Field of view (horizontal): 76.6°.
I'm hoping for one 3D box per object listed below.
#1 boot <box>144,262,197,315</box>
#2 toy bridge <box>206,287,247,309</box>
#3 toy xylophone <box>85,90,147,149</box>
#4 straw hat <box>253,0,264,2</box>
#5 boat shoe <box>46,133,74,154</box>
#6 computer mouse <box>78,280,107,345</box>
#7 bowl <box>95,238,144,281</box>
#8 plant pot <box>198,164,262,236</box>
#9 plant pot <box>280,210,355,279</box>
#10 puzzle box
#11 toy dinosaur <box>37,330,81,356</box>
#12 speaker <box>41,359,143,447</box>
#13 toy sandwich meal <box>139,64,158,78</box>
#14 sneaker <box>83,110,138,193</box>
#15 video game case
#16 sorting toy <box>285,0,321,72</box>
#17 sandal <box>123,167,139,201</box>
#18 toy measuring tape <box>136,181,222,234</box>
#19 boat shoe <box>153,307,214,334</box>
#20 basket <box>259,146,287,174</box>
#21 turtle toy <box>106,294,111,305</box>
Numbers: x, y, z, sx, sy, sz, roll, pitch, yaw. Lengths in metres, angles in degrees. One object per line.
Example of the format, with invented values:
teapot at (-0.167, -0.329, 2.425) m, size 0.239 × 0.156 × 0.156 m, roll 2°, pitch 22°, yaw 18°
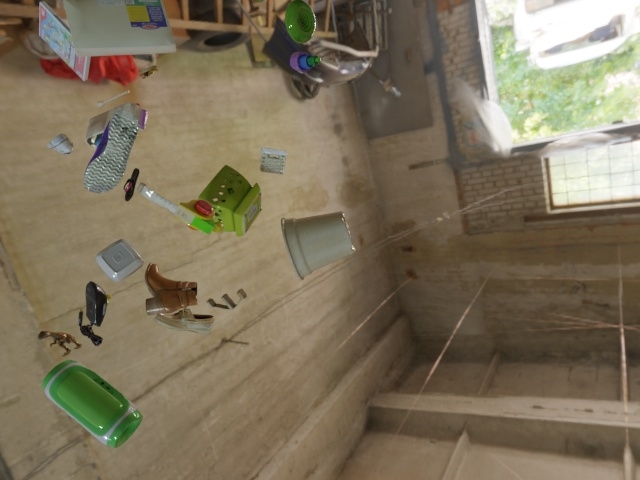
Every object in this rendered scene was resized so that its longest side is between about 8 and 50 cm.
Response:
boot at (-0.682, 0.204, 1.859) m, size 0.220 × 0.109 × 0.283 m, roll -11°, pitch -134°, yaw -13°
toy bridge at (-0.335, 0.223, 1.482) m, size 0.188 × 0.063 × 0.026 m, roll -19°, pitch -155°, yaw 33°
toy xylophone at (-0.911, -0.532, 1.797) m, size 0.323 × 0.236 × 0.081 m, roll -5°, pitch 156°, yaw 23°
straw hat at (-0.283, -1.075, 1.694) m, size 0.145 × 0.144 × 0.061 m, roll -22°, pitch -146°, yaw -35°
boat shoe at (-1.043, -0.378, 1.636) m, size 0.083 × 0.075 × 0.226 m, roll -42°, pitch -151°, yaw -15°
computer mouse at (-0.912, 0.277, 1.629) m, size 0.184 × 0.261 × 0.060 m, roll 13°, pitch -166°, yaw 37°
bowl at (-0.767, 0.070, 1.549) m, size 0.142 × 0.142 × 0.053 m, roll -40°, pitch -179°, yaw -25°
plant pot at (-0.393, -0.164, 1.830) m, size 0.207 × 0.227 × 0.228 m, roll 24°, pitch -121°, yaw 7°
plant pot at (0.000, 0.000, 2.035) m, size 0.306 × 0.333 × 0.334 m, roll -17°, pitch -168°, yaw 4°
puzzle box at (-0.872, -0.940, 1.777) m, size 0.409 × 0.272 × 0.052 m, roll -13°, pitch 167°, yaw -23°
toy dinosaur at (-0.891, 0.347, 1.423) m, size 0.064 × 0.112 × 0.211 m, roll -43°, pitch 164°, yaw -13°
speaker at (-0.695, 0.494, 1.238) m, size 0.297 × 0.131 × 0.131 m, roll 33°, pitch -154°, yaw 10°
toy sandwich meal at (-0.728, -0.717, 1.724) m, size 0.086 × 0.029 × 0.085 m, roll -17°, pitch -148°, yaw 11°
sneaker at (-0.692, -0.297, 1.353) m, size 0.102 × 0.293 × 0.146 m, roll 26°, pitch -173°, yaw -34°
video game case at (-1.194, -0.922, 1.892) m, size 0.204 × 0.285 × 0.025 m, roll -34°, pitch -169°, yaw 50°
sorting toy at (-0.025, -0.723, 1.272) m, size 0.126 × 0.365 × 0.127 m, roll 13°, pitch -165°, yaw 41°
sandal at (-0.975, -0.288, 2.071) m, size 0.067 × 0.179 × 0.040 m, roll 27°, pitch -170°, yaw 36°
toy measuring tape at (-0.512, -0.130, 1.522) m, size 0.121 × 0.330 × 0.121 m, roll -51°, pitch -162°, yaw 24°
boat shoe at (-0.364, 0.211, 1.098) m, size 0.063 × 0.059 × 0.170 m, roll 18°, pitch 176°, yaw 44°
basket at (-0.206, -0.346, 1.761) m, size 0.114 × 0.103 × 0.167 m, roll 7°, pitch -169°, yaw -7°
turtle toy at (-1.150, 0.317, 2.119) m, size 0.130 × 0.066 × 0.095 m, roll -4°, pitch 174°, yaw 39°
